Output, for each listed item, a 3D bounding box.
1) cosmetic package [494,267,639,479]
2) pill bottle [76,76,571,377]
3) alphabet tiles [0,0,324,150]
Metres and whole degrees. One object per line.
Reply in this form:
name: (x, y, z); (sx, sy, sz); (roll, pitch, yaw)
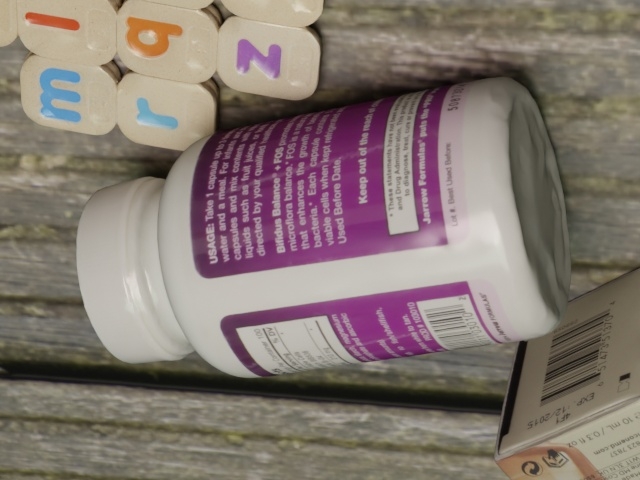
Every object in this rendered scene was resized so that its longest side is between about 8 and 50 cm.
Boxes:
cosmetic package: (0.267, 0.179, 1.128); (0.129, 0.153, 0.296); (-30, 113, 32)
pill bottle: (0.000, 0.000, 1.051); (0.301, 0.169, 0.169); (-9, 123, 20)
alphabet tiles: (-0.130, -0.188, 1.037); (0.278, 0.021, 0.284); (10, 128, 7)
